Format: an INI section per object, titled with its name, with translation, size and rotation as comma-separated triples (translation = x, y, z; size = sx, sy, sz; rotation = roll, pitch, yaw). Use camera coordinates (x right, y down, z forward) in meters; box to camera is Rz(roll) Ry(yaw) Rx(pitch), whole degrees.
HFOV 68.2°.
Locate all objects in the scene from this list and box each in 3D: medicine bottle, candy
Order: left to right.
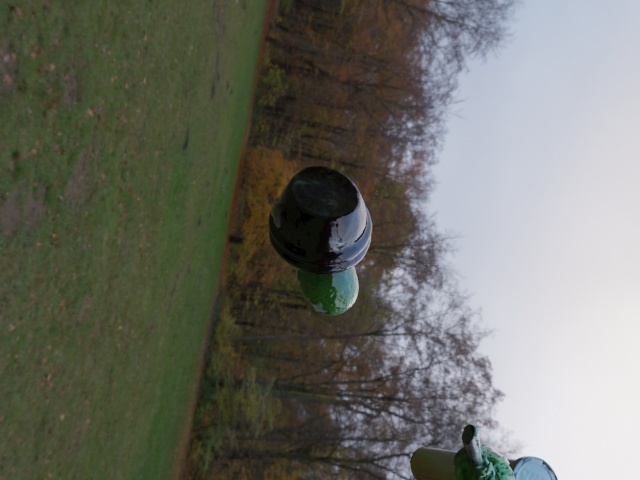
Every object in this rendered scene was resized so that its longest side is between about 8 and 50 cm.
[medicine bottle]
translation = 0.337, 0.523, 1.051
size = 0.426, 0.108, 0.108
rotation = 127, -29, -65
[candy]
translation = 0.213, 0.299, 0.636
size = 0.323, 0.097, 0.097
rotation = 60, 26, -49

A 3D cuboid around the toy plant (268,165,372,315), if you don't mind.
[toy plant]
translation = 0.000, 0.000, 0.822
size = 0.235, 0.175, 0.218
rotation = 97, -29, -53
